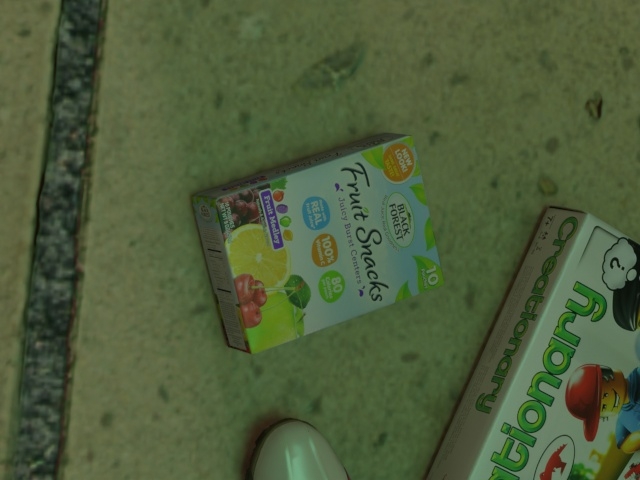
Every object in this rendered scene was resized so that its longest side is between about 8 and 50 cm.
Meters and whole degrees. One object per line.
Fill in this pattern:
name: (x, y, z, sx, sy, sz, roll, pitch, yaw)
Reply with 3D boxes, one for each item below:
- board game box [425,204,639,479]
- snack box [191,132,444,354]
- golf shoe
board game box: (0.172, 0.154, 1.312, 0.193, 0.053, 0.305, 28, 82, -27)
snack box: (0.000, 0.000, 1.214, 0.141, 0.037, 0.100, -19, 105, -25)
golf shoe: (0.007, 0.199, 1.212, 0.067, 0.086, 0.186, -18, 102, -24)
